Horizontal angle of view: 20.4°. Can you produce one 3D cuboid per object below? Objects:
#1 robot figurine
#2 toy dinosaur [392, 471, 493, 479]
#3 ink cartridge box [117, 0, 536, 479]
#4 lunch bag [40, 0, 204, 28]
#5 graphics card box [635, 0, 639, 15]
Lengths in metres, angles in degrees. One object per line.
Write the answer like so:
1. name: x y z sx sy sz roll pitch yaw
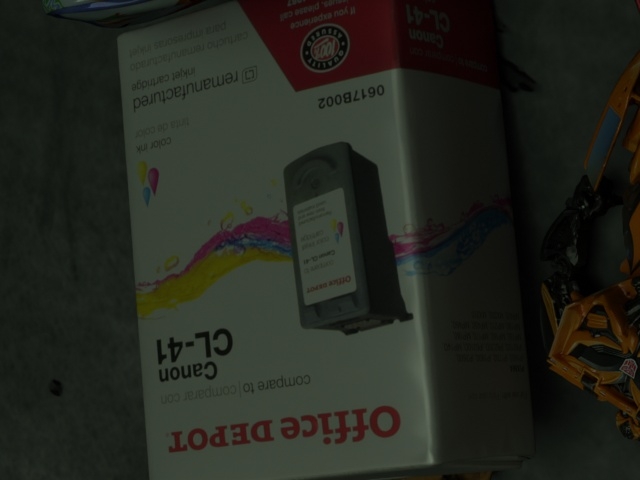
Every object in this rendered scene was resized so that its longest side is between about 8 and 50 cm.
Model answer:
1. robot figurine: 0.227 -0.004 1.036 0.211 0.085 0.291 33 116 30
2. toy dinosaur: 0.079 0.171 1.198 0.211 0.064 0.112 53 136 25
3. ink cartridge box: 0.000 0.000 1.127 0.226 0.131 0.306 -11 79 33
4. lunch bag: -0.029 -0.206 1.044 0.303 0.243 0.115 -14 95 7
5. graphics card box: 0.356 -0.096 0.836 0.370 0.094 0.233 -20 88 28
